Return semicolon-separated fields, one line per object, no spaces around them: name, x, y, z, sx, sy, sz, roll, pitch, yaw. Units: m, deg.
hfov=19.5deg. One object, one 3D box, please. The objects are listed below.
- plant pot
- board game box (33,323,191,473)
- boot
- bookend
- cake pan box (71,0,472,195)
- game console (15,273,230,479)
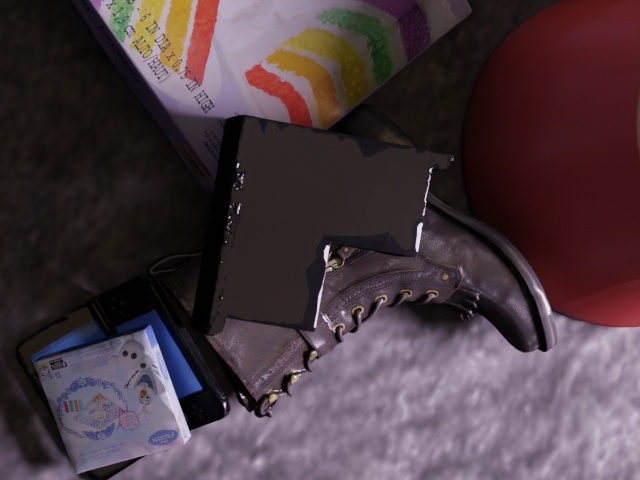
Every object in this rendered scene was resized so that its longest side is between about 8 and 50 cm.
plant pot;0.275;-0.071;1.409;0.275;0.243;0.275;1;87;-17
board game box;-0.151;0.115;1.353;0.090;0.020;0.090;-16;99;14
boot;0.026;0.050;1.420;0.229;0.091;0.263;-45;95;-9
bookend;0.000;0.000;1.336;0.157;0.072;0.156;9;89;-13
cake pan box;-0.052;-0.204;1.374;0.246;0.070;0.267;-39;112;-13
game console;-0.144;0.102;1.365;0.071;0.107;0.122;-37;99;-44
